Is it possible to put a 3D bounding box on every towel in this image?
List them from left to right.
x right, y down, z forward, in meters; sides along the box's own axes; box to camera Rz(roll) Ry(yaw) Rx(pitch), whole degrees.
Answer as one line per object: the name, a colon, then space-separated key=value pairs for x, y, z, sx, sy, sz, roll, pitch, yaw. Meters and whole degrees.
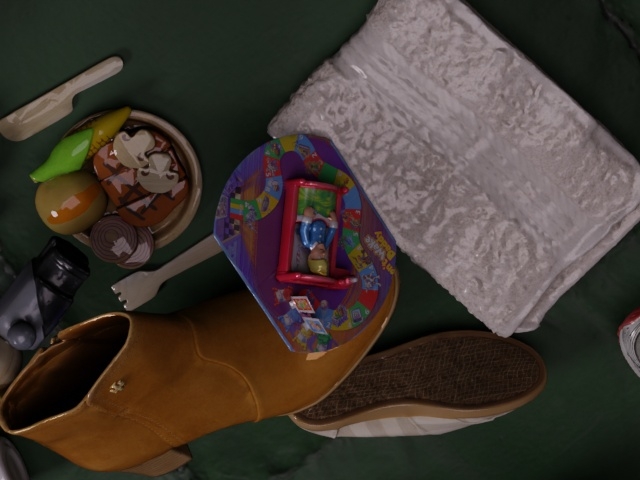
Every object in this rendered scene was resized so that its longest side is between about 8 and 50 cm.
towel: x=0.116 y=-0.065 z=1.584 sx=0.282 sy=0.049 sz=0.187 roll=39 pitch=104 yaw=-15

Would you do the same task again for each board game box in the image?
board game box: x=0.000 y=0.000 z=1.523 sx=0.133 sy=0.033 sz=0.168 roll=-43 pitch=110 yaw=-28

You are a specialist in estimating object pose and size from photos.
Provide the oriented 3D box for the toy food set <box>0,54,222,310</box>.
toy food set: x=-0.159 y=-0.040 z=1.586 sx=0.132 sy=0.038 sz=0.192 roll=-31 pitch=109 yaw=9

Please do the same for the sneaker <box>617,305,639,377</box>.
sneaker: x=0.336 y=0.130 z=1.641 sx=0.225 sy=0.093 sz=0.088 roll=42 pitch=104 yaw=-15

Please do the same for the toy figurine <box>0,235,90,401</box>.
toy figurine: x=-0.303 y=0.015 z=1.495 sx=0.209 sy=0.213 sz=0.148 roll=43 pitch=100 yaw=22

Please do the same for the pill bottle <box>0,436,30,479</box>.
pill bottle: x=-0.305 y=0.213 z=1.662 sx=0.116 sy=0.065 sz=0.065 roll=-22 pitch=110 yaw=6

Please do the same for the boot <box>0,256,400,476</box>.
boot: x=-0.089 y=0.083 z=1.540 sx=0.295 sy=0.211 sz=0.104 roll=-37 pitch=63 yaw=9

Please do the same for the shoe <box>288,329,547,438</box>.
shoe: x=0.078 y=0.123 z=1.652 sx=0.219 sy=0.058 sz=0.076 roll=-6 pitch=66 yaw=-2
